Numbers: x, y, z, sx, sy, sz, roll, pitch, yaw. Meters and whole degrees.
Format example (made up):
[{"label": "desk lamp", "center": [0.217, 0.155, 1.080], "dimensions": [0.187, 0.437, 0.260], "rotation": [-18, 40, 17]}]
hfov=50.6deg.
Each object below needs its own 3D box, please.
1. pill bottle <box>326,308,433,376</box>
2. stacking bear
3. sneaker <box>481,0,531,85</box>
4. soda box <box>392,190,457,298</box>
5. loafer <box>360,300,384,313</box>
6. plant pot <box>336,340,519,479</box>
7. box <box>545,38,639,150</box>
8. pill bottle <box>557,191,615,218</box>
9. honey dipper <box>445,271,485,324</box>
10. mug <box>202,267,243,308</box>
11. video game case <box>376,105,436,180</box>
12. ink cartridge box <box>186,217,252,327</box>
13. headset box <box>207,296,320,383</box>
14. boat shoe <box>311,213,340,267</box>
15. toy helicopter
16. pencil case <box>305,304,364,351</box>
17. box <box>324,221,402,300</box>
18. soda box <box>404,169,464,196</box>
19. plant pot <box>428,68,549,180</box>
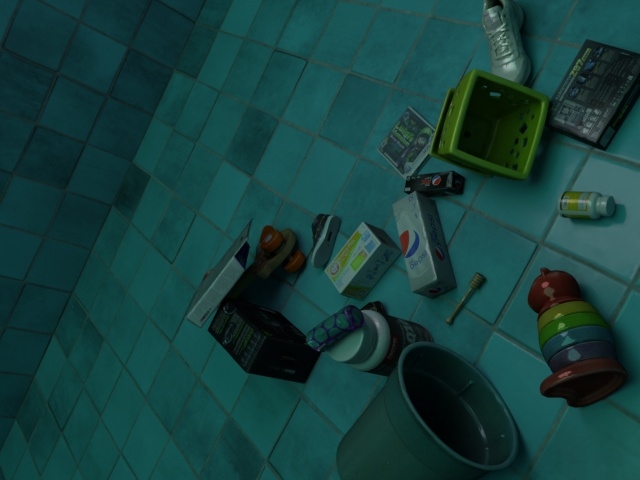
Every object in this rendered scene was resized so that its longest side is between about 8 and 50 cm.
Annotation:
[{"label": "pill bottle", "center": [0.155, 0.272, 1.782], "dimensions": [0.161, 0.283, 0.161], "rotation": [-19, 62, 41]}, {"label": "stacking bear", "center": [0.550, 0.196, 1.506], "dimensions": [0.164, 0.175, 0.289], "rotation": [-38, 43, 33]}, {"label": "sneaker", "center": [0.489, -0.546, 1.853], "dimensions": [0.114, 0.152, 0.305], "rotation": [-19, 63, 38]}, {"label": "soda box", "center": [0.287, 0.011, 1.887], "dimensions": [0.091, 0.098, 0.286], "rotation": [-31, 55, 35]}, {"label": "loafer", "center": [0.101, 0.259, 1.995], "dimensions": [0.220, 0.078, 0.080], "rotation": [-48, 46, 22]}, {"label": "plant pot", "center": [0.228, 0.479, 1.617], "dimensions": [0.334, 0.341, 0.341], "rotation": [-52, 44, 29]}, {"label": "box", "center": [0.673, -0.359, 1.657], "dimensions": [0.183, 0.059, 0.232], "rotation": [39, 104, 46]}, {"label": "pill bottle", "center": [0.626, -0.083, 1.594], "dimensions": [0.116, 0.065, 0.065], "rotation": [7, 80, 47]}, {"label": "honey dipper", "center": [0.378, 0.155, 1.789], "dimensions": [0.160, 0.030, 0.030], "rotation": [-58, 43, 17]}, {"label": "mug", "center": [-0.347, 0.180, 2.459], "dimensions": [0.169, 0.113, 0.150], "rotation": [59, 149, 37]}, {"label": "video game case", "center": [0.272, -0.297, 2.077], "dimensions": [0.173, 0.022, 0.190], "rotation": [-52, 45, 18]}, {"label": "ink cartridge box", "center": [-0.308, 0.100, 2.252], "dimensions": [0.330, 0.071, 0.324], "rotation": [-50, 11, 9]}, {"label": "headset box", "center": [-0.173, 0.320, 2.131], "dimensions": [0.283, 0.246, 0.131], "rotation": [35, 100, 48]}, {"label": "boat shoe", "center": [0.000, 0.000, 2.220], "dimensions": [0.083, 0.065, 0.183], "rotation": [13, 79, 50]}, {"label": "toy helicopter", "center": [-0.222, 0.086, 2.347], "dimensions": [0.355, 0.140, 0.235], "rotation": [-43, 24, 10]}, {"label": "pencil case", "center": [0.036, 0.219, 1.665], "dimensions": [0.152, 0.064, 0.070], "rotation": [-39, 35, 30]}, {"label": "box", "center": [0.125, 0.064, 2.028], "dimensions": [0.203, 0.103, 0.114], "rotation": [-53, 45, 17]}, {"label": "soda box", "center": [0.325, -0.159, 1.940], "dimensions": [0.169, 0.060, 0.053], "rotation": [-1, 73, 47]}, {"label": "plant pot", "center": [0.419, -0.286, 1.754], "dimensions": [0.207, 0.228, 0.227], "rotation": [-172, 100, -76]}]
